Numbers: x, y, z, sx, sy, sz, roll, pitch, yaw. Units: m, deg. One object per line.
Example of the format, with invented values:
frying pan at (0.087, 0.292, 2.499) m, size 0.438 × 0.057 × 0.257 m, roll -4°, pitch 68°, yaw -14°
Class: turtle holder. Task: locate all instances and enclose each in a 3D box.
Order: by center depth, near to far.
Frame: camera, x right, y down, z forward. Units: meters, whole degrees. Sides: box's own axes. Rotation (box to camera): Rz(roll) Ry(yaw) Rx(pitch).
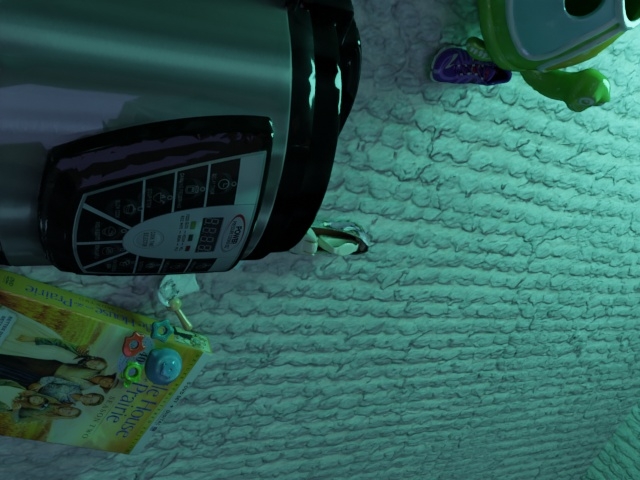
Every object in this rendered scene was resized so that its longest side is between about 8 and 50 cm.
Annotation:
turtle holder at (0.376, -0.365, 0.757) m, size 0.243 × 0.227 × 0.321 m, roll -15°, pitch 116°, yaw -36°

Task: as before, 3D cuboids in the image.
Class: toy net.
toy net at (-0.294, 0.148, 0.877) m, size 0.122 × 0.045 × 0.232 m, roll 14°, pitch 80°, yaw -35°

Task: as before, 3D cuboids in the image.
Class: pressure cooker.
pressure cooker at (-0.163, -0.156, 0.554) m, size 0.420 × 0.369 × 0.376 m, roll 0°, pitch 99°, yaw -28°

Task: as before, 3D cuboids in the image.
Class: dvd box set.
dvd box set at (-0.463, 0.251, 0.899) m, size 0.420 × 0.062 × 0.308 m, roll 30°, pitch 104°, yaw -35°

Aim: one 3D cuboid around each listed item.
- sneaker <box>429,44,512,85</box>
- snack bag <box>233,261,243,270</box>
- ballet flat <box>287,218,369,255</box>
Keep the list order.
sneaker at (0.280, -0.316, 0.879) m, size 0.169 × 0.071 × 0.068 m, roll -6°, pitch 122°, yaw -20°
snack bag at (-0.189, -0.139, 0.800) m, size 0.323 × 0.037 × 0.343 m, roll 26°, pitch 103°, yaw -35°
ballet flat at (0.000, 0.000, 0.943) m, size 0.221 × 0.079 × 0.077 m, roll 1°, pitch 120°, yaw -24°
